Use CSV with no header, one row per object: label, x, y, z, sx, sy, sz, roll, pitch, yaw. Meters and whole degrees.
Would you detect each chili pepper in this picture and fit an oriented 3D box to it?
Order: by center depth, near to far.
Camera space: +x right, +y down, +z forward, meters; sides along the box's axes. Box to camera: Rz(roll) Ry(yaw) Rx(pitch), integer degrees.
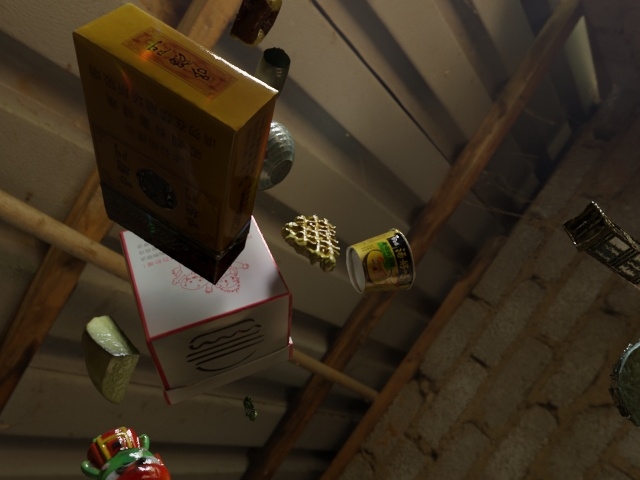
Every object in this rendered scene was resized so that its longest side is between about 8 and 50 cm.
chili pepper,-0.170,0.412,1.159,0.030,0.034,0.091,1,-45,4

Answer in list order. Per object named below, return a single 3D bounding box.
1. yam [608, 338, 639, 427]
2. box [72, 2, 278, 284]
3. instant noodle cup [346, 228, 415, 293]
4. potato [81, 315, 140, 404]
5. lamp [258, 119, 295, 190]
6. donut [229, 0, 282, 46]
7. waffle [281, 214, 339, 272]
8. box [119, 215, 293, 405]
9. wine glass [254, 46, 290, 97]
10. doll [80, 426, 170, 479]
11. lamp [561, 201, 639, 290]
yam,0.685,0.294,0.919,0.241,0.241,0.348,-56,-29,2
box,-0.234,-0.121,0.789,0.116,0.264,0.415,-56,-4,-37
instant noodle cup,0.136,0.057,1.121,0.122,0.151,0.151,-14,-55,-17
potato,-0.426,0.229,0.917,0.081,0.149,0.120,13,-75,-51
lamp,-0.211,-0.279,1.562,0.265,0.233,0.233,-54,-43,-7
donut,-0.132,-0.472,1.003,0.059,0.140,0.140,37,-90,-6
waffle,0.000,0.000,1.025,0.192,0.161,0.046,-16,-45,-59
box,-0.259,0.137,1.114,0.314,0.312,0.300,-17,-37,-19
wine glass,-0.107,-0.266,0.908,0.066,0.066,0.198,-17,-23,-32
doll,-0.491,0.639,1.249,0.183,0.363,0.160,-9,-70,-40
lamp,0.697,0.035,1.091,0.325,0.090,0.089,28,-55,-24
